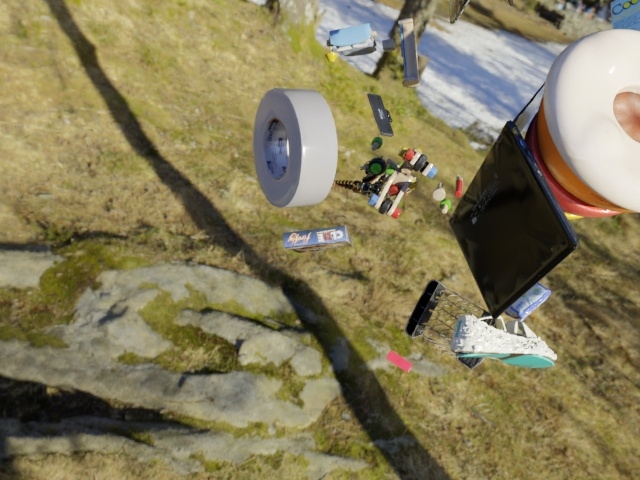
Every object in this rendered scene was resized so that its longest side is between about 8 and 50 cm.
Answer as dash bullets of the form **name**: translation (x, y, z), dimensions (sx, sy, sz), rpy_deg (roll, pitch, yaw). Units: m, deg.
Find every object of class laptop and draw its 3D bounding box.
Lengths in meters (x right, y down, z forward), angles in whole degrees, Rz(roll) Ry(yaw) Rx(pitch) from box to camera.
- **laptop**: translation (0.446, -0.107, 1.121), dimensions (0.236, 0.382, 0.408), rpy_deg (-13, 65, -10)

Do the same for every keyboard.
- **keyboard**: translation (0.240, -0.490, 2.086), dimensions (0.108, 0.023, 0.180), rpy_deg (-6, 75, -43)

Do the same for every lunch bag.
- **lunch bag**: translation (0.668, 0.195, 1.743), dimensions (0.096, 0.129, 0.151), rpy_deg (50, -3, -6)

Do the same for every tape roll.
- **tape roll**: translation (-0.053, -0.171, 0.995), dimensions (0.072, 0.219, 0.219), rpy_deg (-8, 45, -28)

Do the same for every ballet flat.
- **ballet flat**: translation (0.539, 0.285, 1.535), dimensions (0.408, 0.147, 0.147), rpy_deg (15, 34, -33)

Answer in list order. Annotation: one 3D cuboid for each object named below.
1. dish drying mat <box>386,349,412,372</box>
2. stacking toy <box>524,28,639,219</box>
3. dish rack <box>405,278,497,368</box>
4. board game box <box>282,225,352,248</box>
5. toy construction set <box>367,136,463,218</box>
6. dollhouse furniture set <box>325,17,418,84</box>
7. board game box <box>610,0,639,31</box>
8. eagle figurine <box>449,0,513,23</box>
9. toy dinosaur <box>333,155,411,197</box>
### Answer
- **dish drying mat**: translation (0.254, 0.390, 1.716), dimensions (0.083, 0.008, 0.032), rpy_deg (32, 77, 10)
- **stacking toy**: translation (0.516, -0.158, 1.104), dimensions (0.350, 0.480, 0.351), rpy_deg (3, 74, -10)
- **dish rack**: translation (0.426, 0.273, 1.711), dimensions (0.074, 0.208, 0.271), rpy_deg (15, 13, -46)
- **board game box**: translation (0.000, 0.000, 1.468), dimensions (0.164, 0.042, 0.243), rpy_deg (-7, -5, 7)
- **toy construction set**: translation (0.318, -0.219, 1.770), dimensions (0.308, 0.258, 0.237), rpy_deg (14, 34, 10)
- **dollhouse furniture set**: translation (0.189, -0.626, 1.880), dimensions (0.303, 0.198, 0.286), rpy_deg (-5, 5, 13)
- **board game box**: translation (0.776, -0.444, 1.231), dimensions (0.142, 0.144, 0.275), rpy_deg (34, 56, -36)
- **eagle figurine**: translation (0.386, -0.716, 1.380), dimensions (0.298, 0.225, 0.226), rpy_deg (-31, 70, -34)
- **toy dinosaur**: translation (0.222, -0.228, 2.245), dimensions (0.321, 0.218, 0.165), rpy_deg (-18, 77, 0)
